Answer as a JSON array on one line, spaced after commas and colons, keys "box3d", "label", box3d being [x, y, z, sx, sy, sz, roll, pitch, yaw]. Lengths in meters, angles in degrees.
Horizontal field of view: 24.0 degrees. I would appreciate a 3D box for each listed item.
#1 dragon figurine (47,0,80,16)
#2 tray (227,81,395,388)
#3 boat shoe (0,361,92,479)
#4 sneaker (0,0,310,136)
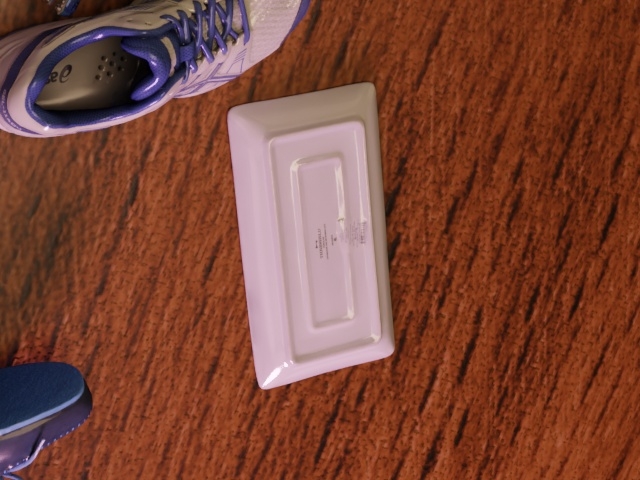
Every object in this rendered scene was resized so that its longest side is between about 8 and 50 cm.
[{"box3d": [-0.186, -0.322, 1.147, 0.144, 0.085, 0.289, 15, 103, -30], "label": "dragon figurine"}, {"box3d": [0.000, 0.000, 1.366, 0.145, 0.030, 0.270, -13, 111, -22], "label": "tray"}, {"box3d": [-0.307, 0.181, 1.248, 0.258, 0.109, 0.089, -21, 121, -1], "label": "boat shoe"}, {"box3d": [-0.122, -0.149, 1.206, 0.296, 0.131, 0.111, -27, 113, -18], "label": "sneaker"}]
